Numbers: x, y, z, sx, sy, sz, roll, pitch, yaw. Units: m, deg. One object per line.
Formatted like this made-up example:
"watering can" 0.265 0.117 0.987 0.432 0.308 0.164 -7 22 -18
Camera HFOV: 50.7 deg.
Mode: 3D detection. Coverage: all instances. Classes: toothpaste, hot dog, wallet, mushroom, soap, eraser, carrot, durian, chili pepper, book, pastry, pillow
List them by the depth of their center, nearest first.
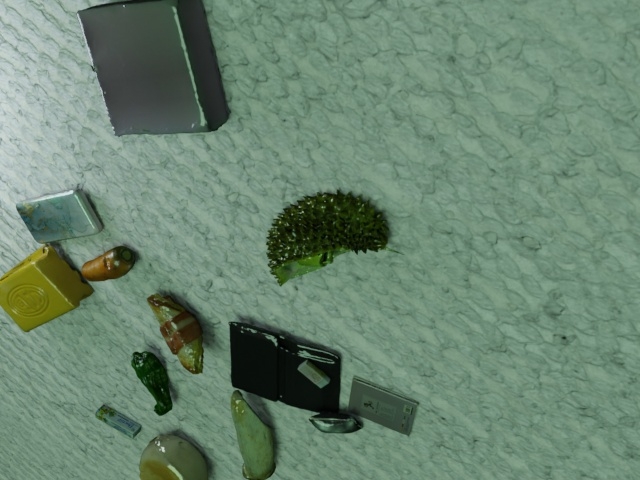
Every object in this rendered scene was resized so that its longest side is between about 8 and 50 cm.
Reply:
"soap" -0.368 -0.382 1.492 0.285 0.107 0.296 5 121 26
"durian" -0.002 -0.005 1.545 0.356 0.157 0.169 -17 145 35
"book" 0.159 0.433 1.755 0.182 0.014 0.127 19 125 18
"eraser" -0.017 0.348 1.758 0.083 0.019 0.038 41 123 -10
"pillow" 0.041 0.494 1.819 0.136 0.055 0.091 -1 125 22
"wallet" -0.099 0.350 1.826 0.323 0.041 0.247 12 123 14
"hot dog" -0.387 0.254 1.897 0.123 0.093 0.261 -30 86 46
"carrot" -0.599 0.074 1.909 0.193 0.087 0.087 -24 105 38
"mushroom" -0.194 0.575 1.979 0.087 0.107 0.333 -133 33 -57
"chili pepper" -0.511 0.430 2.062 0.074 0.100 0.257 -2 119 36
"soap" -0.874 0.155 2.085 0.324 0.096 0.204 -24 111 37
"pastry" -0.486 0.760 2.226 0.265 0.133 0.264 14 123 22
"toothpaste" -0.693 0.619 2.311 0.164 0.046 0.034 24 123 14

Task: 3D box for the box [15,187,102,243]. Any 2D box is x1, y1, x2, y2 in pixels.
"box" -0.751 -0.067 1.932 0.285 0.044 0.142 -8 118 32
